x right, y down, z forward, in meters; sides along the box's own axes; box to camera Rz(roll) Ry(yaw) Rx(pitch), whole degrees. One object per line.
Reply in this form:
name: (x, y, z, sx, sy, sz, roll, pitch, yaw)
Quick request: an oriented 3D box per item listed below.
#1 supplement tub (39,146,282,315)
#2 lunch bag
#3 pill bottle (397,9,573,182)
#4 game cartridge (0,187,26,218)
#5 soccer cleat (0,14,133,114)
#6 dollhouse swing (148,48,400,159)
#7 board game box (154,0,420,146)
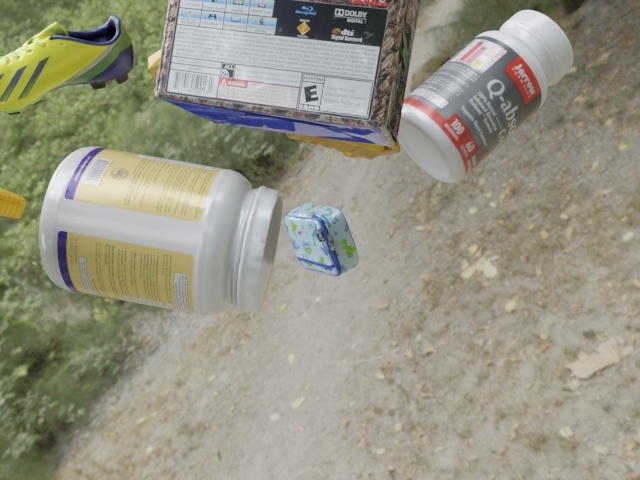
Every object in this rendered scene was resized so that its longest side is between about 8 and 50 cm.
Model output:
supplement tub: (-0.243, -0.010, 0.973, 0.241, 0.332, 0.240, 11, -90, -89)
lunch bag: (0.000, 0.000, 1.529, 0.090, 0.176, 0.219, -28, 20, -24)
pill bottle: (0.347, -0.312, 1.290, 0.363, 0.210, 0.210, -42, 17, -5)
game cartridge: (-0.700, -0.116, 0.990, 0.324, 0.286, 0.052, 13, -84, -65)
soccer cleat: (-0.435, -0.281, 0.938, 0.289, 0.093, 0.121, -25, -35, -26)
dollhouse swing: (-0.107, -0.239, 1.105, 0.305, 0.347, 0.315, -30, 67, 36)
board game box: (-0.016, -0.263, 0.625, 0.141, 0.232, 0.290, -6, -73, -78)
